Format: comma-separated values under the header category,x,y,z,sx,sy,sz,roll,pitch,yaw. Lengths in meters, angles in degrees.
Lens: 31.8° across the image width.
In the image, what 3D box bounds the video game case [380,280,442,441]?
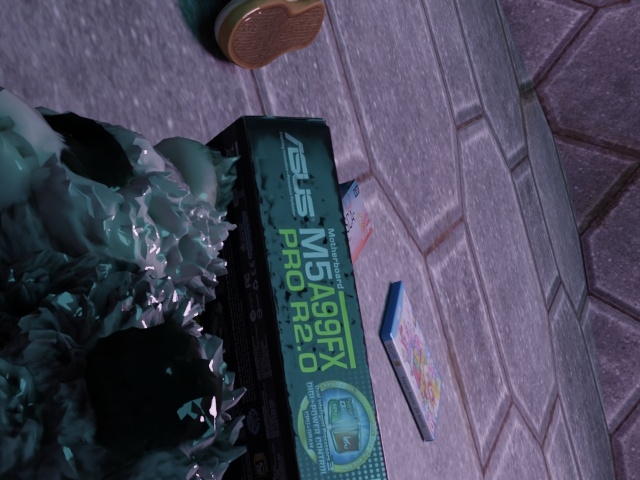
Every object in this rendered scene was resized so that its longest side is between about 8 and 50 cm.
category,x,y,z,sx,sy,sz,roll,pitch,yaw
video game case,0.116,0.149,1.399,0.119,0.015,0.166,-70,142,-57

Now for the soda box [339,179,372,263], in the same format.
category,x,y,z,sx,sy,sz,roll,pitch,yaw
soda box,0.000,0.000,1.111,0.183,0.058,0.063,-56,129,-66

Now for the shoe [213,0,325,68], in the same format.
category,x,y,z,sx,sy,sz,roll,pitch,yaw
shoe,-0.060,-0.216,1.108,0.077,0.058,0.219,-64,168,19

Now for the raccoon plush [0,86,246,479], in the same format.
category,x,y,z,sx,sy,sz,roll,pitch,yaw
raccoon plush,-0.129,0.147,0.550,0.299,0.216,0.446,-80,172,-70

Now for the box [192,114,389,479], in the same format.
category,x,y,z,sx,sy,sz,roll,pitch,yaw
box,-0.052,0.086,0.686,0.060,0.216,0.270,-1,74,-32
